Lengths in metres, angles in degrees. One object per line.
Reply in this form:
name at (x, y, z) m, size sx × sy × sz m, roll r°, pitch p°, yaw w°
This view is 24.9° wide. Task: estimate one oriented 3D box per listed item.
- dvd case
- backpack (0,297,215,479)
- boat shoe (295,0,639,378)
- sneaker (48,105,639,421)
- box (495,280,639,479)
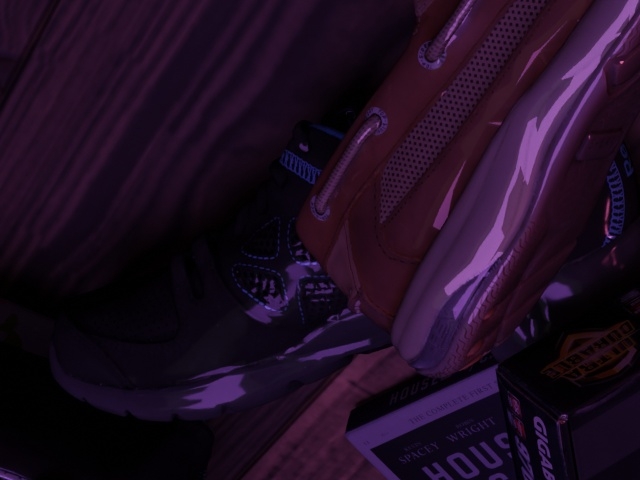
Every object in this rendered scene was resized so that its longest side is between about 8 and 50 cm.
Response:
dvd case at (0.156, 0.154, 0.865) m, size 0.179 × 0.029 × 0.238 m, roll -30°, pitch 115°, yaw 35°
backpack at (-0.187, 0.172, 0.888) m, size 0.225 × 0.191 × 0.253 m, roll 19°, pitch 125°, yaw 6°
boat shoe at (0.088, -0.100, 0.584) m, size 0.116 × 0.123 × 0.324 m, roll 35°, pitch 104°, yaw 20°
sneaker at (0.000, 0.000, 0.754) m, size 0.341 × 0.125 × 0.139 m, roll -14°, pitch 106°, yaw 21°
box at (0.195, 0.084, 0.692) m, size 0.051 × 0.220 × 0.175 m, roll 39°, pitch 151°, yaw 50°
